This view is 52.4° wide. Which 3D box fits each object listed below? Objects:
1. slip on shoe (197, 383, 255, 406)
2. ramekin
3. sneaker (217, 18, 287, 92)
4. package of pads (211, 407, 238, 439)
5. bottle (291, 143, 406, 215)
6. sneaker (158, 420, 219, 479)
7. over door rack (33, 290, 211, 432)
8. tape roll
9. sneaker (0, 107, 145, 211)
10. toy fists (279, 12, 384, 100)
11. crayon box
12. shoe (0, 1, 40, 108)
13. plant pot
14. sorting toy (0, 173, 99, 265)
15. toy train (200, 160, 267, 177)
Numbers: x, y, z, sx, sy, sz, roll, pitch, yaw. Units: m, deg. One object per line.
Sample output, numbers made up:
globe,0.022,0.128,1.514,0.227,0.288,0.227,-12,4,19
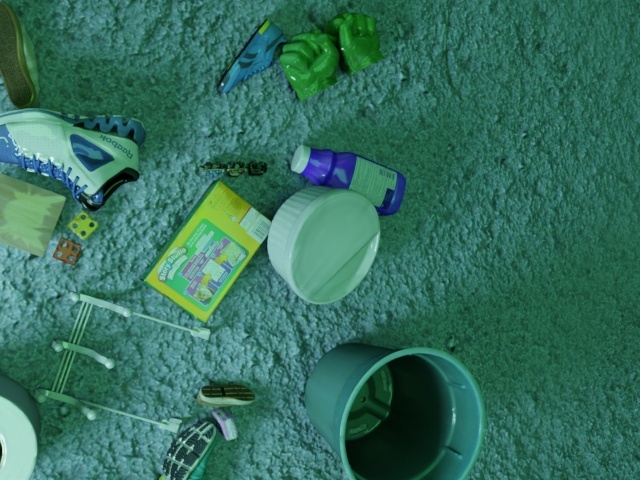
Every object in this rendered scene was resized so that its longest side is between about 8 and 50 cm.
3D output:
slip on shoe,-0.218,0.364,1.501,0.135,0.051,0.041,7,128,-30
ramekin,0.000,0.000,1.490,0.272,0.127,0.273,-19,121,-35
sneaker,-0.153,-0.409,1.495,0.082,0.069,0.209,40,77,-21
package of pads,-0.218,0.417,1.478,0.031,0.083,0.050,-17,101,-25
bottle,0.068,-0.152,1.575,0.282,0.092,0.118,18,81,-21
sneaker,-0.298,0.536,1.457,0.110,0.107,0.275,29,85,-39
over door rack,-0.407,0.264,1.387,0.324,0.108,0.240,20,85,-21
tape roll,-0.672,0.388,1.250,0.246,0.169,0.246,-1,92,-22
sneaker,-0.503,-0.154,1.304,0.315,0.127,0.182,-3,72,-22
toy fists,0.029,-0.451,1.545,0.279,0.096,0.142,-33,103,-22
crayon box,-0.251,0.023,1.457,0.165,0.081,0.279,39,77,-18
shoe,-0.620,-0.371,1.322,0.076,0.058,0.219,-13,92,10
plant pot,0.134,0.384,1.483,0.340,0.334,0.342,-1,92,-22
sorting toy,-0.602,-0.048,1.335,0.274,0.046,0.132,21,83,-20
toy train,-0.199,-0.164,1.505,0.158,0.027,0.036,-3,103,-22
